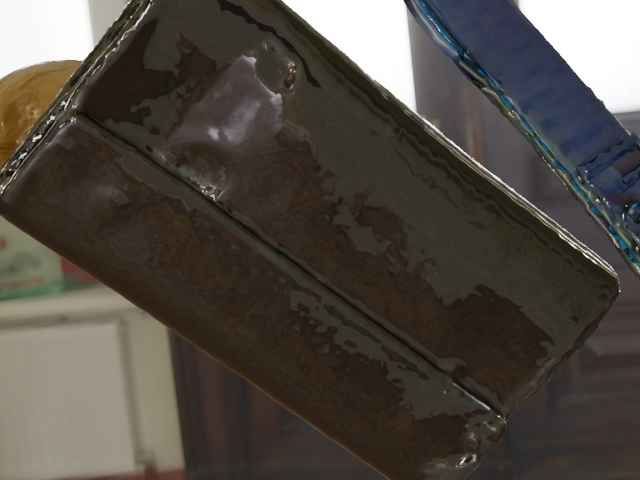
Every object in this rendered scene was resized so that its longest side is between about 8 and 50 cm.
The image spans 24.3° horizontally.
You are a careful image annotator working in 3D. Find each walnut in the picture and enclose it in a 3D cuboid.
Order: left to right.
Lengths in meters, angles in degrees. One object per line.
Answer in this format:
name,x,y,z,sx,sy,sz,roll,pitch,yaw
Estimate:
walnut,-0.285,-0.107,1.671,0.225,0.193,0.193,-14,12,-43

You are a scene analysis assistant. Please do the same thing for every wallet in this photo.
wallet,0.000,0.000,1.021,0.406,0.228,0.062,37,6,-22

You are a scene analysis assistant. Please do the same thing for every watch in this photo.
watch,0.142,-0.151,0.617,0.068,0.274,0.276,-25,-20,-41
